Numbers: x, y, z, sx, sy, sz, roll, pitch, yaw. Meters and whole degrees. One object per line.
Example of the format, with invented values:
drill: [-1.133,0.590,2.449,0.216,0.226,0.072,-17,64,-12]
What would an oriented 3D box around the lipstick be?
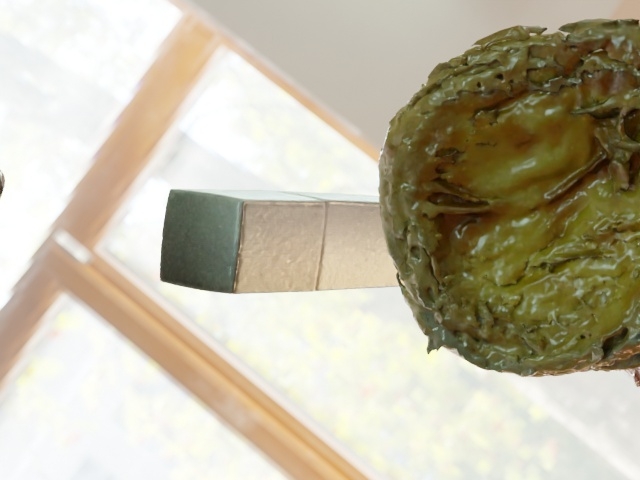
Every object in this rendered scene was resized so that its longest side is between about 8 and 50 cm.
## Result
lipstick: [0.000,0.000,1.527,0.371,0.076,0.079,-1,-81,-60]

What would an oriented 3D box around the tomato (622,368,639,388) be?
tomato: [0.305,0.045,1.313,0.184,0.208,0.208,-53,-13,10]

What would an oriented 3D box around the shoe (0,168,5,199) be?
shoe: [-0.411,-0.006,1.589,0.291,0.137,0.114,-30,22,3]

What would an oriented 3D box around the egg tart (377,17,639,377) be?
egg tart: [0.155,-0.024,1.136,0.252,0.232,0.098,-41,-6,25]
